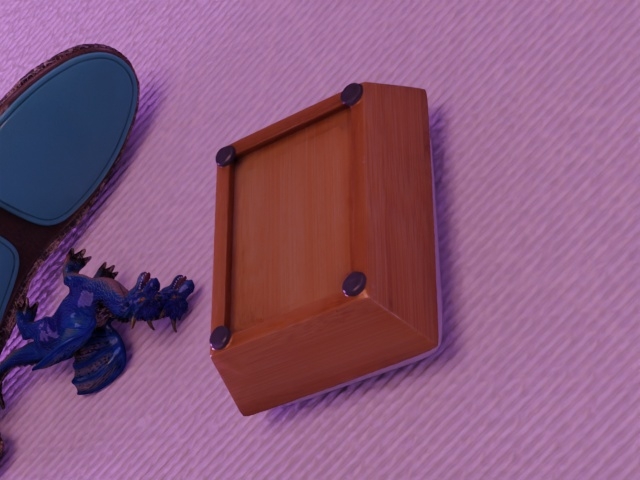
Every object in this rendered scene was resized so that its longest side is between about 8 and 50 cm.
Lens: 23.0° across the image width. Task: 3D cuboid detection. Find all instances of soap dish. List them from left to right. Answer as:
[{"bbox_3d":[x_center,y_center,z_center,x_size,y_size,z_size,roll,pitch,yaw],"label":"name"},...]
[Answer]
[{"bbox_3d":[0.000,0.000,1.515,0.229,0.118,0.291,-22,52,31],"label":"soap dish"}]

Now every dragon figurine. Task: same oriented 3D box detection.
[{"bbox_3d":[-0.265,0.109,1.706,0.289,0.085,0.144,-43,44,12],"label":"dragon figurine"}]

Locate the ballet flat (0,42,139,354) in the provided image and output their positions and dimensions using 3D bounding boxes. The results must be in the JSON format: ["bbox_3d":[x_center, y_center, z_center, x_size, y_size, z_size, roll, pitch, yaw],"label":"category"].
[{"bbox_3d":[-0.381,-0.017,1.838,0.182,0.164,0.483,-4,57,64],"label":"ballet flat"}]

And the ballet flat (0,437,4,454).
[{"bbox_3d":[-0.439,0.235,1.801,0.206,0.073,0.067,8,85,47],"label":"ballet flat"}]
